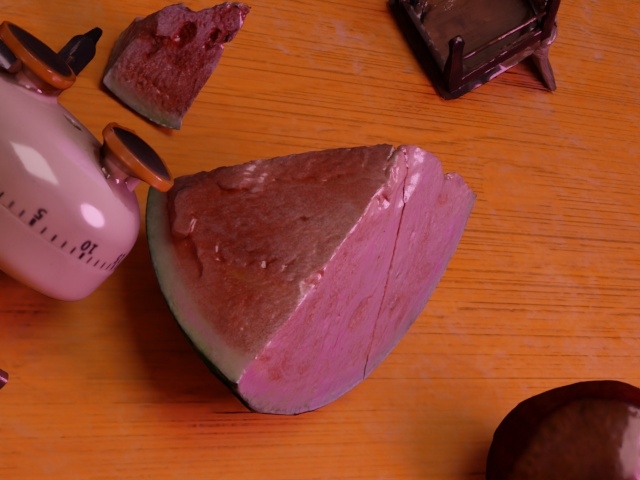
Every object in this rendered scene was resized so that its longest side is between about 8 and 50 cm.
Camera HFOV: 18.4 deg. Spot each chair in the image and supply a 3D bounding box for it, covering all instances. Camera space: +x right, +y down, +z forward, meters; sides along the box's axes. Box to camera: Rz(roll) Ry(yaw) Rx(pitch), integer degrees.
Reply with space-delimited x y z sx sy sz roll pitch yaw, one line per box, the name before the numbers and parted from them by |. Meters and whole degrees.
chair | 0.194 -0.268 2.407 0.186 0.319 0.160 -29 74 -7

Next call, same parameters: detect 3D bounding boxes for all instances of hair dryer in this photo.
hair dryer | -0.244 -0.150 1.944 0.173 0.050 0.195 53 34 1

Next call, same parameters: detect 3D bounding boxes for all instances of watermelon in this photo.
watermelon | -0.033 0.005 1.909 0.222 0.319 0.292 29 -9 20
watermelon | -0.153 -0.184 1.998 0.098 0.158 0.121 24 71 -29

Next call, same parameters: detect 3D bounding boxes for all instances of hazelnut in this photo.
hazelnut | 0.279 0.253 1.995 0.229 0.229 0.229 26 43 -27

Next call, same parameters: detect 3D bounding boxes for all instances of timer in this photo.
timer | -0.279 -0.036 1.723 0.233 0.240 0.233 43 7 -7

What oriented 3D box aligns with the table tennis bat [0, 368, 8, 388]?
table tennis bat | -0.303 0.102 1.602 0.170 0.107 0.119 46 8 -39
